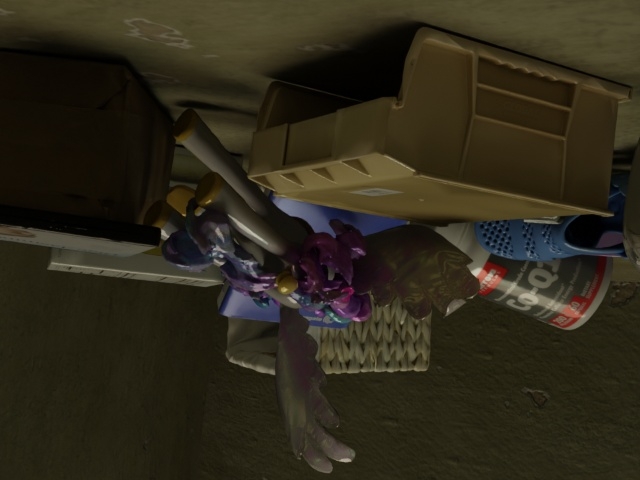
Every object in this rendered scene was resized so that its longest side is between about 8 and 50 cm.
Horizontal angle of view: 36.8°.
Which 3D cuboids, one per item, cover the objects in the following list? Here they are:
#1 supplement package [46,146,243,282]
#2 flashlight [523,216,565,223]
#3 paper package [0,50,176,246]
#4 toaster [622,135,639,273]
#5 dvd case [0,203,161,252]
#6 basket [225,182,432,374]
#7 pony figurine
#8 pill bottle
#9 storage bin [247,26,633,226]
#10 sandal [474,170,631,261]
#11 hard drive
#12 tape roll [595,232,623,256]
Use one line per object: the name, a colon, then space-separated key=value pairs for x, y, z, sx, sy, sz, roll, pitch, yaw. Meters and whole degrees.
supplement package: x=-0.276 y=-0.041 z=1.491 sx=0.262 sy=0.199 sz=0.198 roll=7 pitch=174 yaw=-16
flashlight: x=0.143 y=-0.085 z=1.157 sx=0.304 sy=0.103 sz=0.103 roll=8 pitch=149 yaw=21
paper package: x=-0.342 y=-0.101 z=1.116 sx=0.309 sy=0.168 sz=0.325 roll=7 pitch=175 yaw=2
toaster: x=0.365 y=-0.037 z=0.885 sx=0.129 sy=0.227 sz=0.146 roll=0 pitch=155 yaw=43
dvd case: x=-0.275 y=-0.008 z=1.009 sx=0.180 sy=0.022 sz=0.253 roll=8 pitch=175 yaw=-17
basket: x=0.011 y=0.065 z=1.699 sx=0.266 sy=0.331 sz=0.328 roll=2 pitch=177 yaw=-27
pony figurine: x=-0.023 y=0.036 z=1.122 sx=0.363 sy=0.303 sz=0.351 roll=36 pitch=-167 yaw=-29
pill bottle: x=0.287 y=0.018 z=1.479 sx=0.283 sy=0.161 sz=0.161 roll=21 pitch=172 yaw=-11
storage bin: x=0.102 y=-0.094 z=0.920 sx=0.260 sy=0.123 sz=0.262 roll=10 pitch=174 yaw=-30
sandal: x=0.325 y=-0.030 z=1.197 sx=0.317 sy=0.126 sz=0.138 roll=-9 pitch=-167 yaw=41
hard drive: x=0.000 y=0.000 z=1.370 sx=0.210 sy=0.040 sz=0.319 roll=8 pitch=131 yaw=-22
tape roll: x=0.418 y=-0.024 z=1.338 sx=0.189 sy=0.080 sz=0.189 roll=2 pitch=-175 yaw=0
